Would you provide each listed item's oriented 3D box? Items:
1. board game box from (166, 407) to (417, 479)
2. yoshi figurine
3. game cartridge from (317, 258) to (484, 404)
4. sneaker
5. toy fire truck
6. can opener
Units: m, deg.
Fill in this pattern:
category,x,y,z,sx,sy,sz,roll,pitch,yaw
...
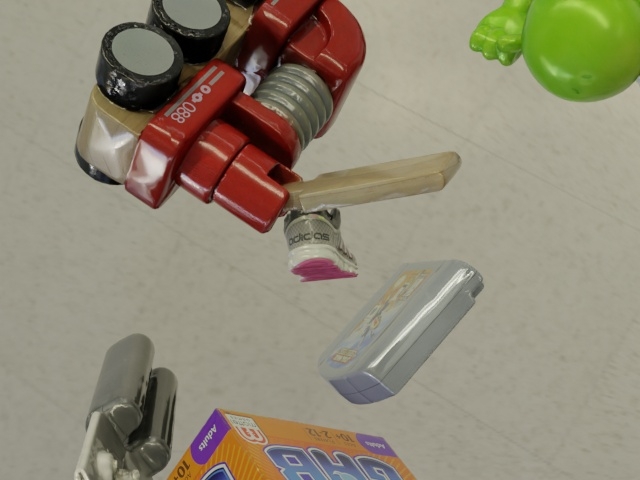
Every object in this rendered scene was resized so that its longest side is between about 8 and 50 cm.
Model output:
category,x,y,z,sx,sy,sz,roll,pitch,yaw
board game box,-0.031,0.500,1.893,0.356,0.356,0.356,-56,47,17
yoshi figurine,0.200,-0.258,1.205,0.203,0.203,0.362,-36,70,1
game cartridge,0.086,0.110,1.662,0.198,0.297,0.062,-44,96,-9
sneaker,0.000,0.000,1.367,0.063,0.170,0.075,-7,82,9
toy fire truck,-0.018,-0.094,0.975,0.246,0.217,0.158,35,140,5
can opener,-0.168,0.161,1.055,0.095,0.283,0.076,-31,105,6
